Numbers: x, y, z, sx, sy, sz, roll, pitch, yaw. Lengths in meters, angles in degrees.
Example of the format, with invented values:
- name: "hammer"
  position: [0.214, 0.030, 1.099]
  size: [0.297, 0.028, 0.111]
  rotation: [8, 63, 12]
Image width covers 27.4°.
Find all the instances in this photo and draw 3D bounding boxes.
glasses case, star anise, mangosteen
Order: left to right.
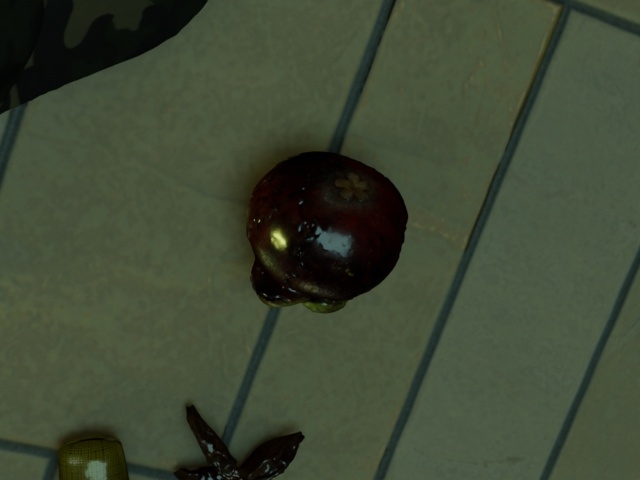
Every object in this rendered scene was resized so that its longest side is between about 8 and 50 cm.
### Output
- name: "glasses case"
  position: [-0.239, 0.320, 1.423]
  size: [0.079, 0.064, 0.234]
  rotation: [-5, 110, -11]
- name: "star anise"
  position: [-0.086, 0.277, 1.423]
  size: [0.140, 0.144, 0.158]
  rotation: [9, 106, -14]
- name: "mangosteen"
  position: [0.000, 0.000, 1.357]
  size: [0.166, 0.166, 0.180]
  rotation: [2, 132, -21]

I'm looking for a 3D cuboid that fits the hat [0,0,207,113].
- name: "hat"
  position: [-0.282, -0.236, 1.149]
  size: [0.381, 0.257, 0.366]
  rotation: [-15, 116, 6]
